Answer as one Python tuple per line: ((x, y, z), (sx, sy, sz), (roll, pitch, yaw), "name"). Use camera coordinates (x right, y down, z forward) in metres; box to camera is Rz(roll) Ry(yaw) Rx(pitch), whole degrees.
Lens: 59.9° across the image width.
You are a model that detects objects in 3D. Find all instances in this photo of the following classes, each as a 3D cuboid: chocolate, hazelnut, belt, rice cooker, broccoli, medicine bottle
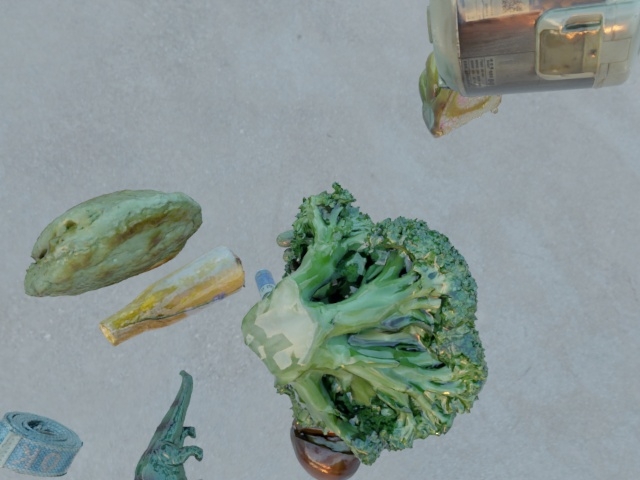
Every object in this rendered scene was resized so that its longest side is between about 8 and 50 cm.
((-0.218, 0.086, 0.825), (0.219, 0.086, 0.086), (-30, 71, -31), "chocolate")
((0.021, 0.518, 1.505), (0.217, 0.217, 0.252), (18, 62, -6), "hazelnut")
((-0.520, 0.372, 1.006), (0.163, 0.147, 0.082), (41, 71, -37), "belt")
((0.287, -0.327, 0.716), (0.276, 0.288, 0.288), (2, 51, 22), "rice cooker")
((0.035, 0.091, 0.570), (0.261, 0.269, 0.241), (50, 21, 26), "broccoli")
((-0.134, 0.131, 1.436), (0.051, 0.051, 0.191), (3, 18, -15), "medicine bottle")

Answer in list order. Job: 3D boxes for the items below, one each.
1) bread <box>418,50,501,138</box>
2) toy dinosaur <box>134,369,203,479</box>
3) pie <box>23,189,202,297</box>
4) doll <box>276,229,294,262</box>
((0.260, -0.303, 1.102), (0.158, 0.261, 0.156), (-25, 61, -5), "bread")
((-0.223, 0.347, 0.876), (0.120, 0.079, 0.292), (17, 56, 0), "toy dinosaur")
((-0.245, 0.002, 0.645), (0.201, 0.248, 0.090), (-23, 86, -29), "pie")
((0.000, 0.000, 1.000), (0.150, 0.115, 0.077), (-20, 26, -2), "doll")
